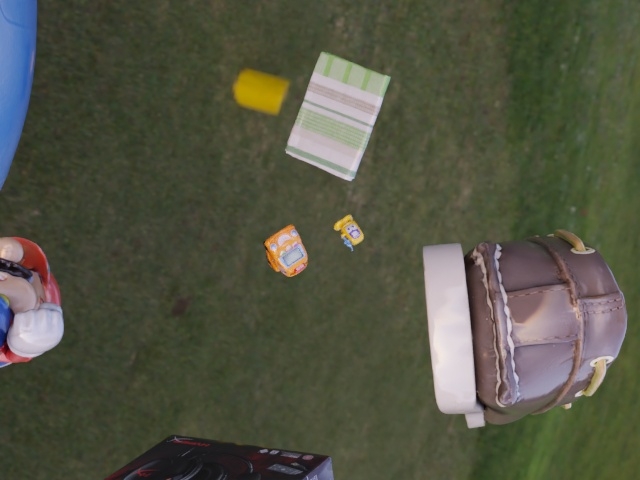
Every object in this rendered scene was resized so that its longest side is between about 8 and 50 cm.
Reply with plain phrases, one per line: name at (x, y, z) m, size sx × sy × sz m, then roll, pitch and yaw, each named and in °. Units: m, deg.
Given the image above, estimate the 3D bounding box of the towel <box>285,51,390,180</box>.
towel at (0.024, -0.171, 1.459) m, size 0.023 × 0.113 × 0.152 m, roll -4°, pitch 117°, yaw -67°

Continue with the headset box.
headset box at (-0.145, 0.309, 1.050) m, size 0.293 × 0.218 × 0.110 m, roll -27°, pitch 113°, yaw -55°

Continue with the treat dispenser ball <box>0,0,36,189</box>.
treat dispenser ball at (-0.232, -0.072, 0.310) m, size 0.288 × 0.288 × 0.288 m, roll -46°, pitch 145°, yaw -46°

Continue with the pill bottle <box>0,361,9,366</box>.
pill bottle at (-0.490, 0.122, 1.560) m, size 0.221 × 0.124 × 0.124 m, roll 113°, pitch 0°, yaw -76°

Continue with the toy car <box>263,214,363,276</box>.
toy car at (0.000, 0.000, 1.034) m, size 0.122 × 0.040 × 0.060 m, roll -26°, pitch 155°, yaw -29°

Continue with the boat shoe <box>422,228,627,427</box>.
boat shoe at (0.126, 0.054, 0.652) m, size 0.324 × 0.097 × 0.116 m, roll 35°, pitch 49°, yaw -76°

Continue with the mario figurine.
mario figurine at (-0.367, 0.056, 1.111) m, size 0.170 × 0.198 × 0.320 m, roll -39°, pitch -176°, yaw 12°
